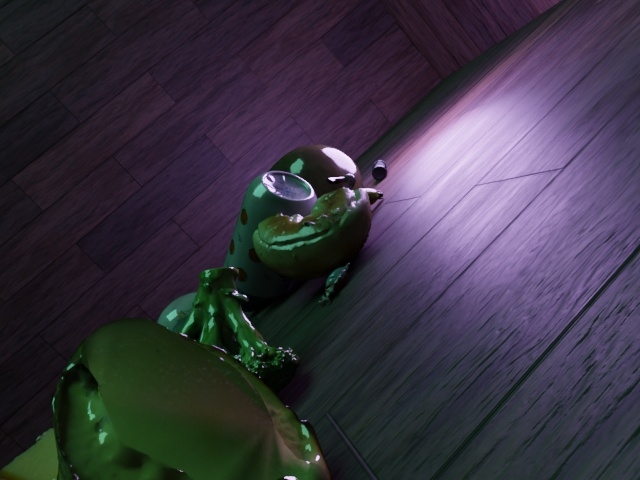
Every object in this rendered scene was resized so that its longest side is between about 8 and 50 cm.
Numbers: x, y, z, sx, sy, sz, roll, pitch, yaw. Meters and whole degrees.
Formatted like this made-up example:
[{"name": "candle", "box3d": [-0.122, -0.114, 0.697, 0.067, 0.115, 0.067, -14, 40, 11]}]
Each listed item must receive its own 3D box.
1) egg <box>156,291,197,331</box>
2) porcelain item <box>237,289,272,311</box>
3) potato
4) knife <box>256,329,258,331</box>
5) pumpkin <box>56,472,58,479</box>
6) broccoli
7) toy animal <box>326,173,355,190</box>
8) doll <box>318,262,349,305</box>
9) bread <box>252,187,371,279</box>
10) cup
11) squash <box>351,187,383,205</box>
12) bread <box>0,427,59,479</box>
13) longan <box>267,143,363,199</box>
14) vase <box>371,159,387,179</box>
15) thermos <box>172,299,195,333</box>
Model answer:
[{"name": "egg", "box3d": [-0.435, 0.277, 1.679, 0.196, 0.196, 0.271, -34, -2, 40]}, {"name": "porcelain item", "box3d": [-0.220, 0.141, 1.543, 0.114, 0.147, 0.147, -36, 11, 32]}, {"name": "potato", "box3d": [-0.151, 0.242, 0.499, 0.242, 0.286, 0.242, -59, 7, 12]}, {"name": "knife", "box3d": [-0.165, 0.256, 1.172, 0.026, 0.022, 0.184, -14, 12, 4]}, {"name": "pumpkin", "box3d": [-0.247, 0.307, 0.677, 0.219, 0.162, 0.219, -22, -33, -15]}, {"name": "broccoli", "box3d": [-0.165, 0.175, 0.827, 0.269, 0.269, 0.254, -42, -18, 0]}, {"name": "toy animal", "box3d": [0.074, -0.083, 1.363, 0.195, 0.090, 0.324, -32, -25, -31]}, {"name": "doll", "box3d": [0.031, 0.092, 1.077, 0.114, 0.039, 0.057, -56, -27, -28]}, {"name": "bread", "box3d": [0.004, 0.000, 1.189, 0.314, 0.171, 0.192, -26, 31, -4]}, {"name": "cup", "box3d": [-0.138, -0.025, 1.385, 0.212, 0.213, 0.317, -56, -11, -56]}, {"name": "squash", "box3d": [0.087, -0.115, 1.484, 0.252, 0.066, 0.066, -19, 1, -20]}, {"name": "bread", "box3d": [-0.420, 0.498, 0.794, 0.405, 0.241, 0.346, 5, 18, 22]}, {"name": "longan", "box3d": [-0.030, -0.149, 1.650, 0.361, 0.361, 0.361, -41, 9, 8]}, {"name": "vase", "box3d": [0.231, -0.284, 1.920, 0.060, 0.060, 0.211, -39, 11, 18]}, {"name": "thermos", "box3d": [-0.315, 0.243, 1.390, 0.145, 0.182, 0.287, -15, -10, -39]}]
